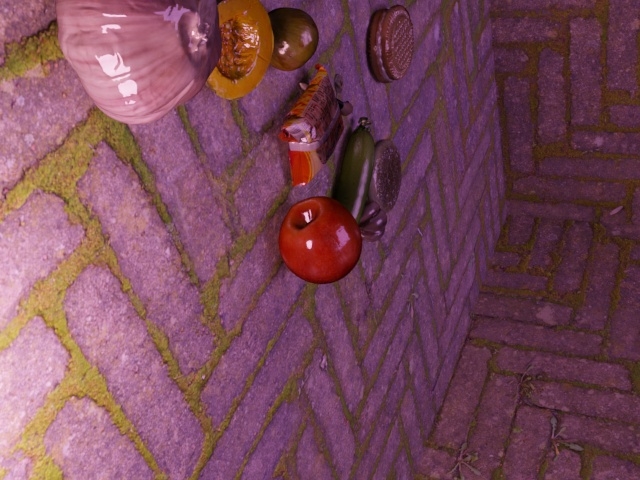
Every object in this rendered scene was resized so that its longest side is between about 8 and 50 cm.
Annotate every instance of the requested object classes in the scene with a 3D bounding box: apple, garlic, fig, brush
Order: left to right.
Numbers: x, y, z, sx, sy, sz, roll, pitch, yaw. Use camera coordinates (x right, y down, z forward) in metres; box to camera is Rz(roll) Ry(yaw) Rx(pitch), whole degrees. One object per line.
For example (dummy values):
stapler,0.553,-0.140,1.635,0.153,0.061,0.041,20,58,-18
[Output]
garlic,-0.283,-0.350,1.168,0.317,0.259,0.317,-11,103,-59
fig,-0.117,-0.489,1.665,0.245,0.149,0.149,14,83,-44
apple,0.000,0.000,1.860,0.201,0.218,0.218,53,49,-44
brush,0.019,-0.403,2.012,0.299,0.042,0.039,14,56,-62
garlic,0.124,-0.052,2.225,0.194,0.127,0.131,-26,125,-37

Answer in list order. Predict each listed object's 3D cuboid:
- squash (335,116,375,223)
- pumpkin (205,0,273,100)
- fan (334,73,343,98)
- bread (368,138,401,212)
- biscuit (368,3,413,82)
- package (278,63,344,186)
squash,0.106,-0.194,2.165,0.101,0.101,0.378,36,62,-60
pumpkin,-0.206,-0.411,1.497,0.217,0.110,0.217,-42,142,-43
fan,0.056,-0.451,2.110,0.060,0.003,0.080,-28,120,-58
bread,0.226,-0.218,2.464,0.267,0.040,0.266,-23,116,-60
biscuit,0.234,-0.643,2.341,0.259,0.079,0.259,-21,114,-60
package,-0.011,-0.294,1.881,0.288,0.108,0.223,-58,149,-30
